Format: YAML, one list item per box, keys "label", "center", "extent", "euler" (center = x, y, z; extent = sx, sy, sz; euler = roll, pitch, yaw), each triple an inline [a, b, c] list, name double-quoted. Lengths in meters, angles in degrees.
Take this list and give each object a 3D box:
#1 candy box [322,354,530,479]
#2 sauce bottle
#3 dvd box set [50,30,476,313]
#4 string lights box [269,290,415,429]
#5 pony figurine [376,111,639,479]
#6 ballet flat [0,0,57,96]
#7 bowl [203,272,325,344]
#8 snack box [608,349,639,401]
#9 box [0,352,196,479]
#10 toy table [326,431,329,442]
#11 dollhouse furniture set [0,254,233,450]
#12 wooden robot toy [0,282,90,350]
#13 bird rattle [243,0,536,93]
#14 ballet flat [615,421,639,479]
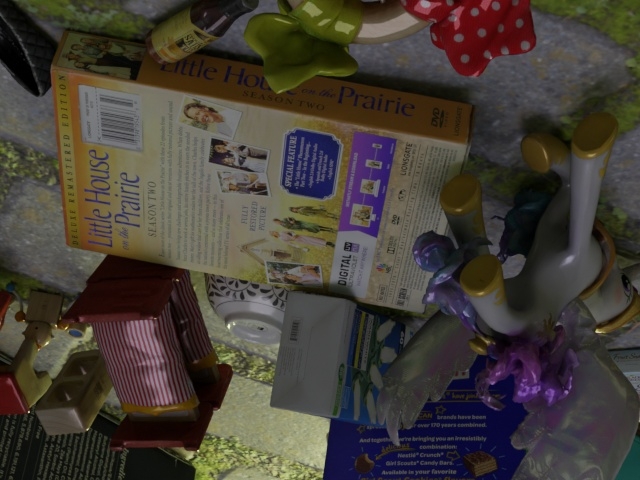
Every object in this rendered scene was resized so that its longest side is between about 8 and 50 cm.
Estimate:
- label: "candy box"
  center: [0.146, 0.306, 1.874]
  extent: [0.268, 0.317, 0.122]
  euler: [-3, 147, 20]
- label: "sauce bottle"
  center: [-0.112, -0.206, 1.391]
  extent: [0.042, 0.042, 0.128]
  euler: [33, 141, -33]
- label: "dvd box set"
  center: [-0.068, -0.063, 1.554]
  extent: [0.421, 0.062, 0.307]
  euler: [10, 143, 2]
- label: "string lights box"
  center: [0.031, 0.147, 1.734]
  extent: [0.077, 0.133, 0.260]
  euler: [6, 172, 22]
- label: "pony figurine"
  center: [0.219, 0.076, 1.521]
  extent: [0.303, 0.351, 0.363]
  euler: [30, 164, 36]
- label: "ballet flat"
  center: [-0.320, -0.205, 1.434]
  extent: [0.057, 0.049, 0.173]
  euler: [-19, 139, 34]
- label: "bowl"
  center: [-0.070, 0.075, 1.766]
  extent: [0.170, 0.080, 0.170]
  euler: [9, 154, 5]
- label: "snack box"
  center: [0.407, 0.177, 1.871]
  extent: [0.141, 0.037, 0.100]
  euler: [-6, 144, 22]
- label: "box"
  center: [-0.535, 0.417, 2.235]
  extent: [0.480, 0.297, 0.472]
  euler: [-19, 141, 36]
- label: "toy table"
  center: [0.106, 0.377, 2.087]
  extent: [0.161, 0.252, 0.274]
  euler: [-14, 140, 6]
- label: "dollhouse furniture set"
  center: [-0.311, 0.135, 1.763]
  extent: [0.374, 0.152, 0.201]
  euler: [-5, 121, 21]
- label: "wooden robot toy"
  center: [-0.354, 0.114, 1.912]
  extent: [0.173, 0.079, 0.076]
  euler: [10, 147, -1]
- label: "bird rattle"
  center: [0.055, -0.224, 1.258]
  extent: [0.254, 0.143, 0.207]
  euler: [-6, 129, 16]
- label: "ballet flat"
  center: [0.339, 0.280, 1.976]
  extent: [0.342, 0.116, 0.124]
  euler: [-11, -175, 41]
